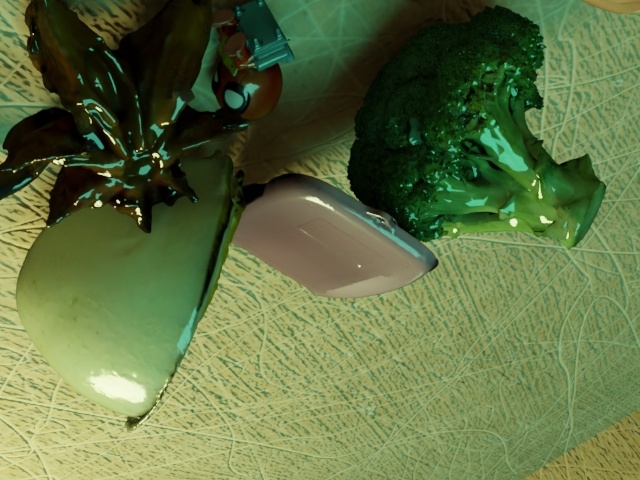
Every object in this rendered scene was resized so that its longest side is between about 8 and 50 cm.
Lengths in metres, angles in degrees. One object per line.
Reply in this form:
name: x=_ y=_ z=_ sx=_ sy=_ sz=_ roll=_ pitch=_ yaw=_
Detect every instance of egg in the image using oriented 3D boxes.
egg: x=-0.194 y=0.030 z=1.161 sx=0.174 sy=0.264 sz=0.286 roll=22 pitch=138 yaw=-15

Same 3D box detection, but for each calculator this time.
calculator: x=-0.001 y=0.001 z=1.227 sx=0.194 sy=0.043 sz=0.294 roll=33 pitch=161 yaw=-17

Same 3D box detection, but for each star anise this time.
star anise: x=-0.212 y=-0.099 z=1.026 sx=0.346 sy=0.148 sz=0.237 roll=-35 pitch=128 yaw=17

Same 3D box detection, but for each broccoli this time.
broccoli: x=0.158 y=-0.093 z=1.207 sx=0.270 sy=0.270 sz=0.270 roll=-48 pitch=162 yaw=-21

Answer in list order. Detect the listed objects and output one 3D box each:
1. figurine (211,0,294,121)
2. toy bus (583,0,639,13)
figurine: x=-0.065 y=-0.164 z=1.114 sx=0.075 sy=0.068 sz=0.140 roll=-26 pitch=158 yaw=-14
toy bus: x=0.246 y=-0.315 z=0.945 sx=0.232 sy=0.288 sz=0.194 roll=-30 pitch=159 yaw=38
